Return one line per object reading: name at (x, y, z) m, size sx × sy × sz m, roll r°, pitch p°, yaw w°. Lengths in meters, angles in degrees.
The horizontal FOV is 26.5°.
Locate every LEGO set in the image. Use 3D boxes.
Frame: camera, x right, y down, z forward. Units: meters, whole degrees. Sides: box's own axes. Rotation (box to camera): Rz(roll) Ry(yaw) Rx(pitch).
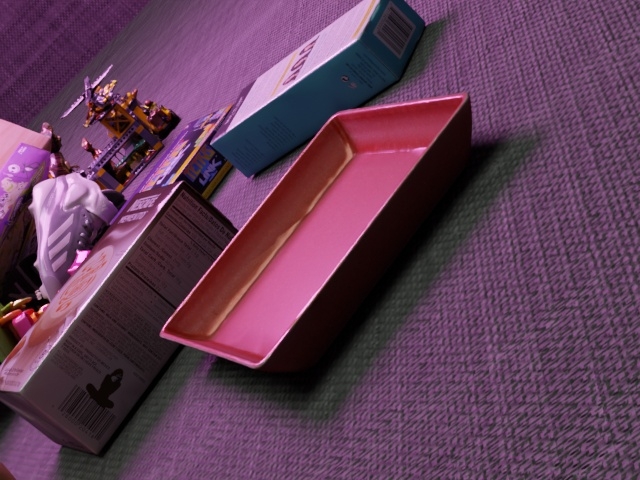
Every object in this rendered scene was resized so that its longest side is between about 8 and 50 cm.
LEGO set at (-0.388, -0.129, 1.997) m, size 0.331 × 0.192 × 0.255 m, roll -45°, pitch 18°, yaw 8°

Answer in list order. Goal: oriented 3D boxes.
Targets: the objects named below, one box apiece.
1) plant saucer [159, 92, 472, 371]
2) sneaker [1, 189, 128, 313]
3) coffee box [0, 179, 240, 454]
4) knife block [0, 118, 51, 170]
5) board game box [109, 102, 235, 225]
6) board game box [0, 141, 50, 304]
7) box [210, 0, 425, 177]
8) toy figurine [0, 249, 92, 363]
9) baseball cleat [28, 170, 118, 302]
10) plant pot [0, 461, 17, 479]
plant saucer at (0.000, 0.000, 1.087) m, size 0.258 × 0.047 × 0.259 m, roll -52°, pitch 19°, yaw -13°
sneaker at (-0.321, 0.022, 1.739) m, size 0.208 × 0.081 × 0.094 m, roll -43°, pitch 10°, yaw -5°
coffee box at (-0.191, 0.071, 1.286) m, size 0.246 × 0.098 × 0.141 m, roll -54°, pitch 20°, yaw -20°
knife block at (-0.458, -0.028, 1.748) m, size 0.242 × 0.088 × 0.276 m, roll 27°, pitch -96°, yaw -86°
board game box at (-0.161, -0.075, 1.606) m, size 0.170 × 0.048 × 0.141 m, roll -55°, pitch 21°, yaw -22°
board game box at (-0.426, 0.062, 1.659) m, size 0.347 × 0.056 × 0.208 m, roll -66°, pitch -1°, yaw -46°
box at (-0.006, -0.160, 1.406) m, size 0.244 × 0.060 × 0.100 m, roll -30°, pitch 25°, yaw 43°
toy figurine at (-0.270, 0.074, 1.498) m, size 0.159 × 0.130 × 0.173 m, roll -33°, pitch -6°, yaw 2°
baseball cleat at (-0.292, 0.002, 1.630) m, size 0.109 × 0.072 × 0.206 m, roll -21°, pitch 62°, yaw 6°
plant pot at (-0.271, 0.255, 1.097) m, size 0.134 × 0.095 × 0.134 m, roll -41°, pitch 20°, yaw 18°
